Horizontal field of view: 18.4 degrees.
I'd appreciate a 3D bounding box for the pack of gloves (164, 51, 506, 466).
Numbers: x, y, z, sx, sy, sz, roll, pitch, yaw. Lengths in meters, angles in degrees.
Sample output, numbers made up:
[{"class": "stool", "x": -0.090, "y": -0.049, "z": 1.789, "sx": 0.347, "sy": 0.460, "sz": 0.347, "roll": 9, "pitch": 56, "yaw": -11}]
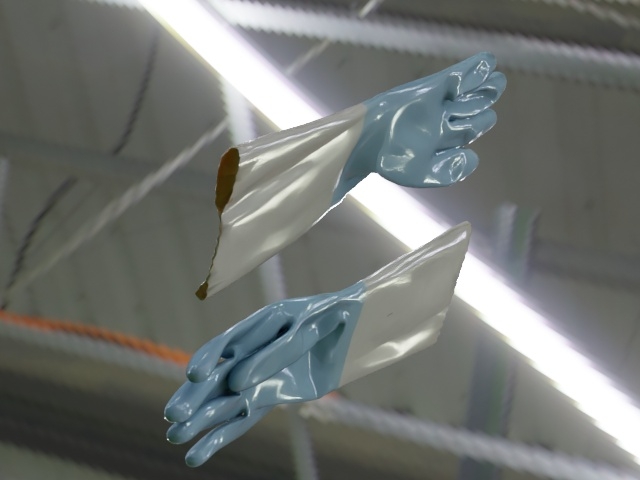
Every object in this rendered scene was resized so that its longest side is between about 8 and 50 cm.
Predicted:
[{"class": "pack of gloves", "x": 0.000, "y": 0.000, "z": 0.984, "sx": 0.046, "sy": 0.232, "sz": 0.195, "roll": 34, "pitch": -54, "yaw": 26}]
